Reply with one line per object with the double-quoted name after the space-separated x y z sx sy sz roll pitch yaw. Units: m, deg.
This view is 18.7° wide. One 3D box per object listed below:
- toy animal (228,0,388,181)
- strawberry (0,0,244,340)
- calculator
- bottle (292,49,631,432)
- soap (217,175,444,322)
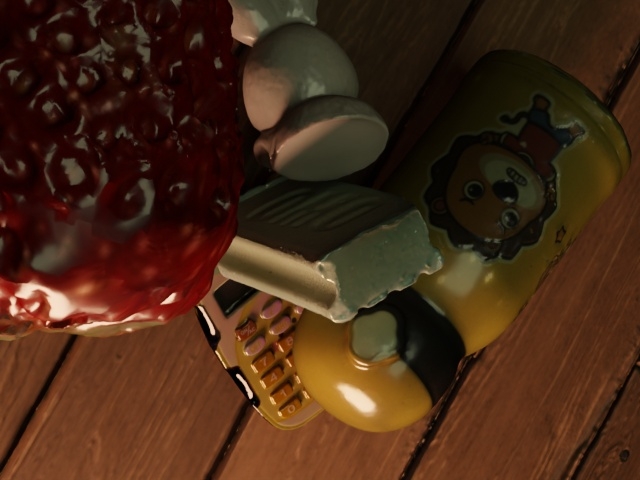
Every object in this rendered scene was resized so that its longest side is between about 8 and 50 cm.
-0.029 -0.154 1.642 0.103 0.221 0.131 -18 154 -8 "toy animal"
-0.174 -0.102 1.432 0.317 0.295 0.345 16 112 -30 "strawberry"
-0.032 0.060 1.732 0.157 0.033 0.236 -39 121 -20 "calculator"
0.114 0.013 1.705 0.171 0.171 0.351 49 68 -30 "bottle"
0.000 0.000 1.595 0.114 0.198 0.063 -28 113 -25 "soap"
